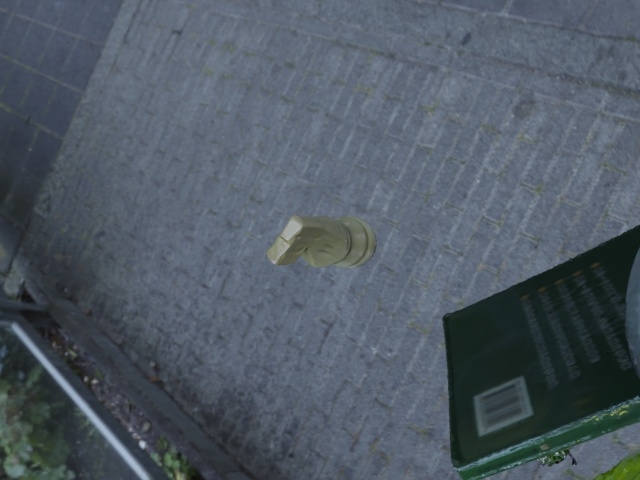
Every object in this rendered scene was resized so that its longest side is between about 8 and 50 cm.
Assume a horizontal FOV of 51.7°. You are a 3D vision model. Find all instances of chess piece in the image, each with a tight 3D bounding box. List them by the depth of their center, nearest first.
[{"bbox_3d":[0.000,0.000,1.014,0.090,0.200,0.090,-1,87,33],"label":"chess piece"}]

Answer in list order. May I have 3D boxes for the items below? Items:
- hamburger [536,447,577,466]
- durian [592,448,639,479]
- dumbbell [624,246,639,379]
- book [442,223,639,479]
[{"bbox_3d":[0.360,0.279,1.093,0.164,0.093,0.189,131,123,-65],"label":"hamburger"},{"bbox_3d":[0.462,0.328,0.737,0.256,0.204,0.339,33,131,11],"label":"durian"},{"bbox_3d":[0.357,0.068,0.374,0.179,0.406,0.179,-162,90,-74],"label":"dumbbell"},{"bbox_3d":[0.286,0.067,0.605,0.371,0.260,0.043,-28,106,19],"label":"book"}]
